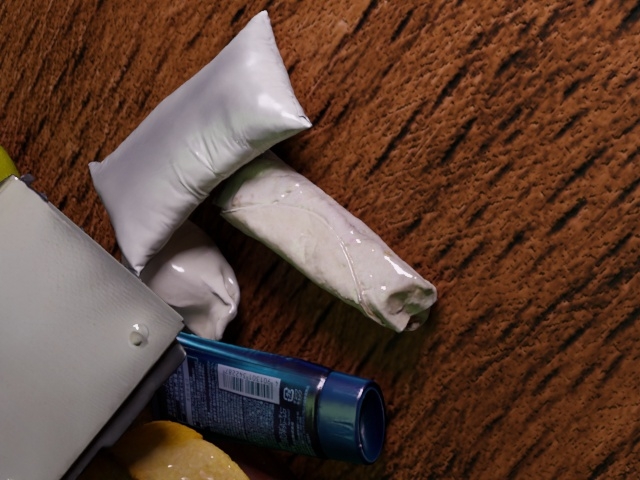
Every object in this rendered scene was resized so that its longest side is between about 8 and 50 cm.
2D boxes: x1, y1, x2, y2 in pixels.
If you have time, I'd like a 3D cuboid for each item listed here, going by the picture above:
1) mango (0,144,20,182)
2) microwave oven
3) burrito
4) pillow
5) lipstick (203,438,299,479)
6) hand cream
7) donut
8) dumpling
[{"bbox_3d":[-0.407,0.007,2.017,0.175,0.143,0.293,14,118,47],"label":"mango"},{"bbox_3d":[-0.344,0.143,1.721,0.247,0.333,0.394,44,163,-12],"label":"microwave oven"},{"bbox_3d":[0.000,0.000,1.647,0.275,0.059,0.082,38,106,34],"label":"burrito"},{"bbox_3d":[-0.117,-0.091,1.690,0.254,0.078,0.144,-39,51,20],"label":"pillow"},{"bbox_3d":[-0.115,0.176,1.807,0.357,0.057,0.057,48,129,27],"label":"lipstick"},{"bbox_3d":[-0.065,0.156,1.707,0.270,0.061,0.120,8,115,31],"label":"hand cream"},{"bbox_3d":[-0.123,0.312,1.753,0.303,0.110,0.303,37,146,30],"label":"donut"},{"bbox_3d":[-0.158,0.045,1.792,0.169,0.100,0.134,38,131,2],"label":"dumpling"}]
